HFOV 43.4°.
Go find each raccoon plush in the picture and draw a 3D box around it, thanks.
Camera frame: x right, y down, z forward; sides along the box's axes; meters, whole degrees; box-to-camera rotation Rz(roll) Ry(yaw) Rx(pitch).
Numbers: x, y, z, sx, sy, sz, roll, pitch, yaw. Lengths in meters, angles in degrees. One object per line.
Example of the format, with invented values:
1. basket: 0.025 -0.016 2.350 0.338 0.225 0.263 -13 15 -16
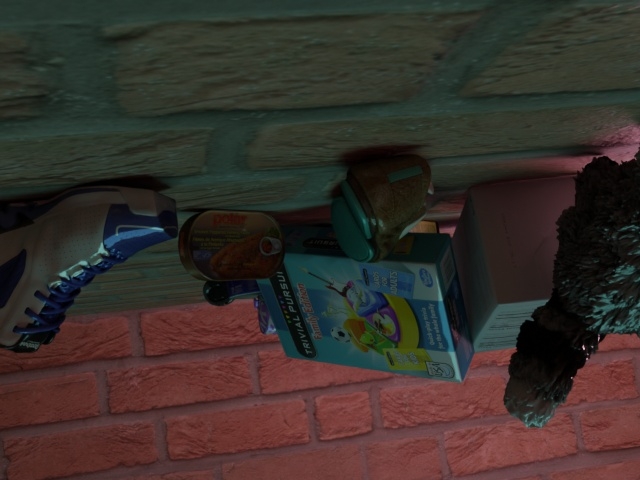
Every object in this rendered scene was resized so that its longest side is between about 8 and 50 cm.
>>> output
1. raccoon plush: 0.405 0.054 0.989 0.216 0.446 0.299 20 176 5

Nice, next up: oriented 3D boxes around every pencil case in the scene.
1. pencil case: -0.035 0.145 1.671 0.206 0.086 0.088 -2 -154 -20

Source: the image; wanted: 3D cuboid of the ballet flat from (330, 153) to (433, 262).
1. ballet flat: 0.086 -0.046 1.058 0.124 0.116 0.342 -25 171 -5

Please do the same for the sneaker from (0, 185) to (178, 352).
1. sneaker: -0.319 0.040 0.973 0.315 0.182 0.127 -8 175 10

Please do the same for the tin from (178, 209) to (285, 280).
1. tin: -0.132 0.008 1.215 0.040 0.106 0.190 -2 177 44

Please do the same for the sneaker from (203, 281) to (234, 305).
1. sneaker: -0.175 0.095 2.068 0.267 0.101 0.106 -11 -166 27

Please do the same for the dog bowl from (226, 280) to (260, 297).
1. dog bowl: -0.068 0.057 1.688 0.265 0.104 0.265 -7 173 -1

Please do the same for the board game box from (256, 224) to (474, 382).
1. board game box: 0.066 0.102 1.332 0.336 0.254 0.079 3 -141 29

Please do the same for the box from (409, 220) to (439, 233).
1. box: 0.151 0.004 1.537 0.058 0.087 0.232 -11 173 36

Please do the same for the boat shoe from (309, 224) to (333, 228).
1. boat shoe: 0.000 0.000 1.478 0.152 0.056 0.049 -5 178 -15

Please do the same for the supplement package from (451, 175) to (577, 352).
1. supplement package: 0.338 0.047 1.324 0.198 0.199 0.262 -6 156 -3
